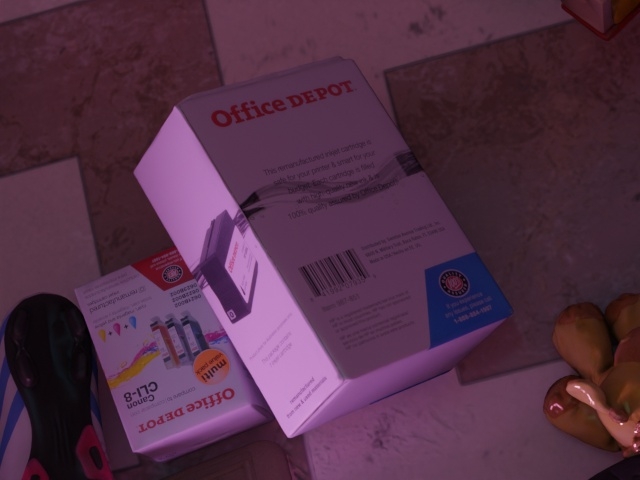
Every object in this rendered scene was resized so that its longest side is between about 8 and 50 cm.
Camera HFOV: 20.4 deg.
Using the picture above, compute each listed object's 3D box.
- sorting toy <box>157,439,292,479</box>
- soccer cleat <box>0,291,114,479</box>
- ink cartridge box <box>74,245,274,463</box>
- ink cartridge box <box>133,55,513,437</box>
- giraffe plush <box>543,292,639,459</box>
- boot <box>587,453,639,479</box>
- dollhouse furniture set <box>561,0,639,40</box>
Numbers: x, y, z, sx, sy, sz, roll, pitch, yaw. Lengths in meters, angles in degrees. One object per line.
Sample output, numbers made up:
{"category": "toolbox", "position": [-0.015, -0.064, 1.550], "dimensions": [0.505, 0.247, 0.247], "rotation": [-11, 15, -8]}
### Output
{"category": "sorting toy", "position": [-0.114, 0.346, 1.672], "dimensions": [0.229, 0.041, 0.307], "rotation": [-19, 47, 4]}
{"category": "soccer cleat", "position": [-0.261, 0.217, 1.735], "dimensions": [0.116, 0.143, 0.331], "rotation": [1, 74, -15]}
{"category": "ink cartridge box", "position": [-0.140, 0.113, 1.740], "dimensions": [0.128, 0.127, 0.176], "rotation": [-23, 76, 4]}
{"category": "ink cartridge box", "position": [0.000, 0.000, 1.687], "dimensions": [0.223, 0.129, 0.307], "rotation": [-19, 70, -38]}
{"category": "giraffe plush", "position": [0.294, 0.141, 1.637], "dimensions": [0.181, 0.170, 0.210], "rotation": [-10, 76, 7]}
{"category": "boot", "position": [0.285, 0.294, 1.638], "dimensions": [0.179, 0.236, 0.085], "rotation": [32, 47, -21]}
{"category": "dollhouse furniture set", "position": [0.426, -0.296, 1.688], "dimensions": [0.374, 0.152, 0.201], "rotation": [-44, 58, -4]}
